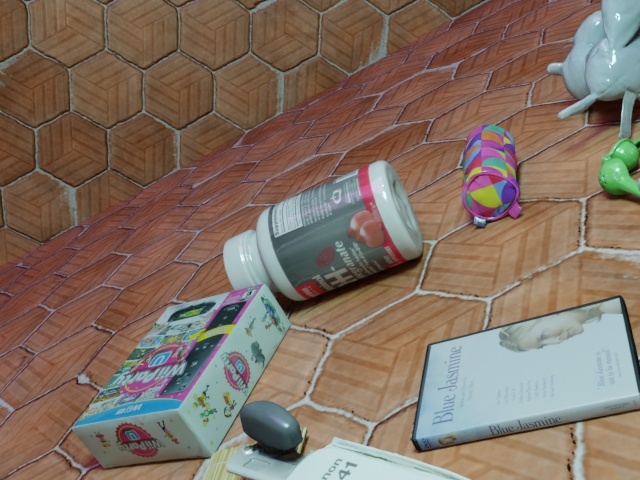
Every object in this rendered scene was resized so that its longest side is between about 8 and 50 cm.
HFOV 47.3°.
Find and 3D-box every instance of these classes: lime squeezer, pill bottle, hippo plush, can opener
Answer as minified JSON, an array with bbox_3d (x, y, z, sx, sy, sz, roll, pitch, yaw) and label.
[{"bbox_3d":[0.480,-0.120,1.105,0.110,0.059,0.310,-15,24,32],"label":"lime squeezer"},{"bbox_3d":[0.000,0.000,1.259,0.318,0.176,0.176,-22,22,17],"label":"pill bottle"},{"bbox_3d":[0.557,-0.315,1.326,0.236,0.234,0.294,-83,12,-85],"label":"hippo plush"},{"bbox_3d":[-0.001,0.248,0.802,0.280,0.093,0.074,4,21,42],"label":"can opener"}]

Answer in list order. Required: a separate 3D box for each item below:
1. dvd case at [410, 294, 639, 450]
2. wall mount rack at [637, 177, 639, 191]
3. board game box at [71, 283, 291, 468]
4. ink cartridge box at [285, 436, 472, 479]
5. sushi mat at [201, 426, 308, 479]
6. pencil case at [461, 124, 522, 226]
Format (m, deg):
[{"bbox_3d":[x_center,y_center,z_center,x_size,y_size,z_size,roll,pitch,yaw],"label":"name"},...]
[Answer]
[{"bbox_3d":[0.233,0.151,0.846,0.253,0.022,0.180,-19,23,24],"label":"dvd case"},{"bbox_3d":[0.568,-0.115,0.868,0.304,0.130,0.350,-7,30,49],"label":"wall mount rack"},{"bbox_3d":[-0.210,0.209,1.162,0.224,0.097,0.303,-16,26,30],"label":"board game box"},{"bbox_3d":[0.043,0.295,0.364,0.131,0.306,0.226,-2,35,50],"label":"ink cartridge box"},{"bbox_3d":[-0.110,0.345,0.835,0.151,0.019,0.316,-18,24,22],"label":"sushi mat"},{"bbox_3d":[0.297,-0.119,1.279,0.104,0.104,0.236,-20,25,22],"label":"pencil case"}]
